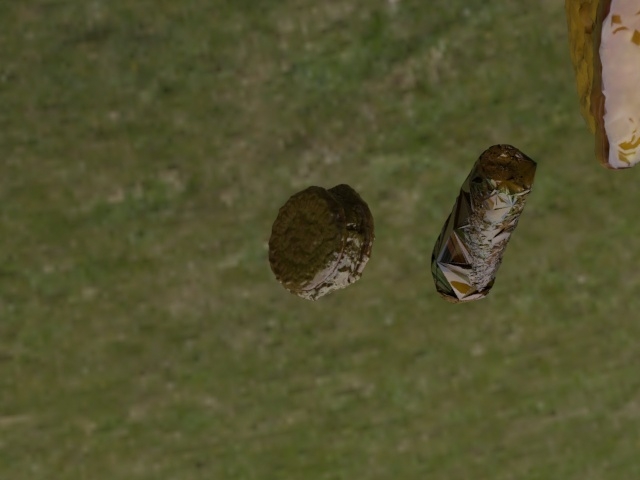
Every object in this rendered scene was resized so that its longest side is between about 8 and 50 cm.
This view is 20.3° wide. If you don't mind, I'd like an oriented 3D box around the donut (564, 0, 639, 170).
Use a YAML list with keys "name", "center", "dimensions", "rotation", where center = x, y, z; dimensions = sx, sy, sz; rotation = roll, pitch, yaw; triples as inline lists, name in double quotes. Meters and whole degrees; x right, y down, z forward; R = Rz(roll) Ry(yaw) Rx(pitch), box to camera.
- name: "donut"
  center: [0.332, -0.156, 0.865]
  dimensions: [0.435, 0.163, 0.377]
  rotation: [26, 110, -23]

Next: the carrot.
- name: "carrot"
  center: [0.142, -0.012, 1.572]
  dimensions: [0.069, 0.069, 0.228]
  rotation: [-6, 154, -11]

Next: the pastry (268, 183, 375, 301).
- name: "pastry"
  center: [0.000, 0.000, 1.599]
  dimensions: [0.057, 0.109, 0.097]
  rotation: [12, 179, -39]
